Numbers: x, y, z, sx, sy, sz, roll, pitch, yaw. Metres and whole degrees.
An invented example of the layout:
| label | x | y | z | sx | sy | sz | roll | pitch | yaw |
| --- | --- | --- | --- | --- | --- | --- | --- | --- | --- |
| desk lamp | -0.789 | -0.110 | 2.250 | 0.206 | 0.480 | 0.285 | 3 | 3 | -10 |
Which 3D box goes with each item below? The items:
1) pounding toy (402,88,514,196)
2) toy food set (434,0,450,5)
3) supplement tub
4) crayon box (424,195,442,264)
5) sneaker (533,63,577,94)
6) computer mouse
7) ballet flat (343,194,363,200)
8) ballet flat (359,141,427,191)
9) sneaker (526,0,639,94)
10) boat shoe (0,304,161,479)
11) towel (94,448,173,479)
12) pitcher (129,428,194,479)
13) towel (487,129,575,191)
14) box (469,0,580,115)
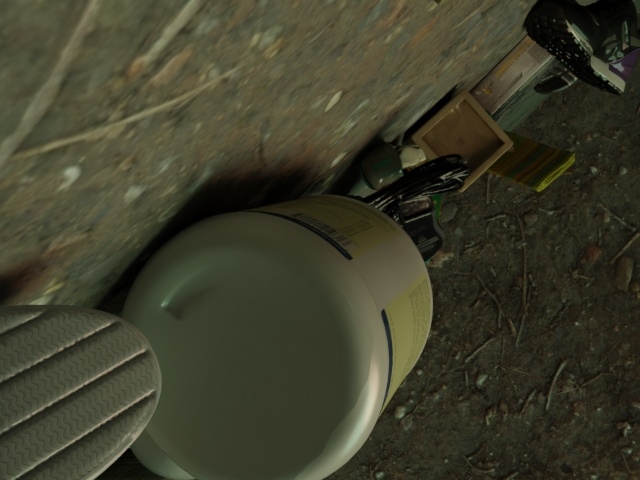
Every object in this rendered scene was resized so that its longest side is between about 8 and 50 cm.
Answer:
| label | x | y | z | sx | sy | sz | roll | pitch | yaw |
| --- | --- | --- | --- | --- | --- | --- | --- | --- | --- |
| pounding toy | 0.221 | -0.148 | 1.098 | 0.141 | 0.130 | 0.100 | -42 | -177 | -5 |
| toy food set | 0.181 | -0.266 | 0.591 | 0.132 | 0.038 | 0.192 | -37 | 171 | -38 |
| supplement tub | -0.017 | 0.077 | 0.715 | 0.235 | 0.235 | 0.325 | -45 | 172 | 18 |
| crayon box | 0.163 | -0.002 | 1.472 | 0.165 | 0.081 | 0.278 | -53 | -173 | 30 |
| sneaker | 0.580 | -0.415 | 1.699 | 0.228 | 0.086 | 0.132 | -44 | 175 | -3 |
| computer mouse | 0.109 | -0.032 | 0.994 | 0.188 | 0.072 | 0.272 | -25 | 157 | 0 |
| ballet flat | 0.000 | 0.000 | 1.021 | 0.086 | 0.086 | 0.248 | -47 | 173 | 29 |
| ballet flat | 0.117 | -0.105 | 1.009 | 0.068 | 0.072 | 0.213 | -30 | 176 | 22 |
| sneaker | 0.413 | -0.330 | 1.100 | 0.283 | 0.107 | 0.124 | 14 | 107 | -51 |
| boat shoe | -0.247 | 0.133 | 0.379 | 0.335 | 0.121 | 0.119 | -24 | 170 | -37 |
| towel | -0.265 | 0.367 | 1.333 | 0.324 | 0.056 | 0.312 | -18 | -167 | 44 |
| pitcher | -0.165 | 0.183 | 0.856 | 0.207 | 0.125 | 0.178 | -5 | -121 | 60 |
| towel | 0.287 | -0.151 | 1.182 | 0.102 | 0.237 | 0.021 | -37 | 136 | -26 |
| box | 0.360 | -0.303 | 1.263 | 0.231 | 0.056 | 0.183 | -45 | 171 | 14 |
